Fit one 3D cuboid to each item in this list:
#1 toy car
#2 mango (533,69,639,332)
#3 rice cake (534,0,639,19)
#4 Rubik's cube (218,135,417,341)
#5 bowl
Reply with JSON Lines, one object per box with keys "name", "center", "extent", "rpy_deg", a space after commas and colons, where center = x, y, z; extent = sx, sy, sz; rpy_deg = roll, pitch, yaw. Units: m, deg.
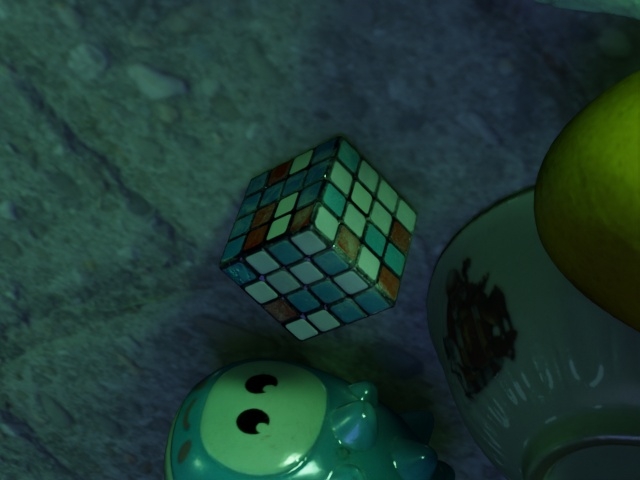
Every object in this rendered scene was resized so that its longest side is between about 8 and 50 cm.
{"name": "toy car", "center": [0.003, 0.196, 1.122], "extent": [0.255, 0.188, 0.190], "rpy_deg": [38, 126, -17]}
{"name": "mango", "center": [0.309, -0.003, 0.777], "extent": [0.378, 0.221, 0.264], "rpy_deg": [12, 155, 10]}
{"name": "rice cake", "center": [0.144, -0.163, 0.779], "extent": [0.206, 0.069, 0.063], "rpy_deg": [14, 138, 6]}
{"name": "Rubik's cube", "center": [0.000, 0.000, 0.981], "extent": [0.092, 0.092, 0.092], "rpy_deg": [-25, 124, 36]}
{"name": "bowl", "center": [0.227, 0.122, 0.990], "extent": [0.337, 0.157, 0.337], "rpy_deg": [10, 137, 9]}
